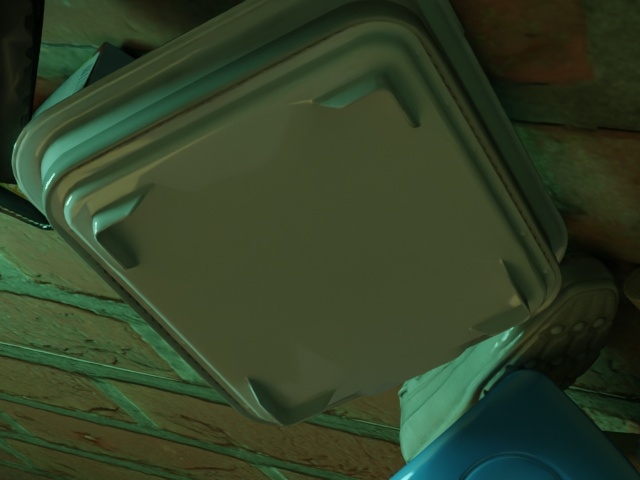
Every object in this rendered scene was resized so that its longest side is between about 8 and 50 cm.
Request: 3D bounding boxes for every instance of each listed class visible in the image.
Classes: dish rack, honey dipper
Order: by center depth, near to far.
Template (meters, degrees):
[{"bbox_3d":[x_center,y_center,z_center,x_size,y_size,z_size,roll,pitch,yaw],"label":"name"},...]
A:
[{"bbox_3d":[0.000,0.000,0.814,0.285,0.072,0.333,-26,135,12],"label":"dish rack"},{"bbox_3d":[0.281,0.071,0.981,0.030,0.030,0.161,-1,149,40],"label":"honey dipper"}]

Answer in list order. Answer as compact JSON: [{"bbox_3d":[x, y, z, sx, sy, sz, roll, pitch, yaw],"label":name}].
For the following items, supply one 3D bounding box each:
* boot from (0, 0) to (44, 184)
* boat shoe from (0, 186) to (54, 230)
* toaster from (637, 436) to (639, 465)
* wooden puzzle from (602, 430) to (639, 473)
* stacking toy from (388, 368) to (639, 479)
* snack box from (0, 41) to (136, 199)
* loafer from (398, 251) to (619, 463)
[{"bbox_3d":[-0.382,-0.180,0.702,0.445,0.146,0.367,4,146,-10],"label":"boot"},{"bbox_3d":[-0.355,-0.082,1.070,0.127,0.113,0.340,-5,145,44],"label":"boat shoe"},{"bbox_3d":[0.346,0.125,0.898,0.227,0.146,0.129,24,157,-6],"label":"toaster"},{"bbox_3d":[0.440,0.230,1.140,0.322,0.080,0.348,-1,153,41],"label":"wooden puzzle"},{"bbox_3d":[0.180,0.223,1.042,0.166,0.175,0.302,50,-174,18],"label":"stacking toy"},{"bbox_3d":[-0.145,-0.056,1.007,0.174,0.070,0.207,31,153,-21],"label":"snack box"},{"bbox_3d":[0.139,0.096,1.052,0.112,0.111,0.319,-4,149,-27],"label":"loafer"}]
